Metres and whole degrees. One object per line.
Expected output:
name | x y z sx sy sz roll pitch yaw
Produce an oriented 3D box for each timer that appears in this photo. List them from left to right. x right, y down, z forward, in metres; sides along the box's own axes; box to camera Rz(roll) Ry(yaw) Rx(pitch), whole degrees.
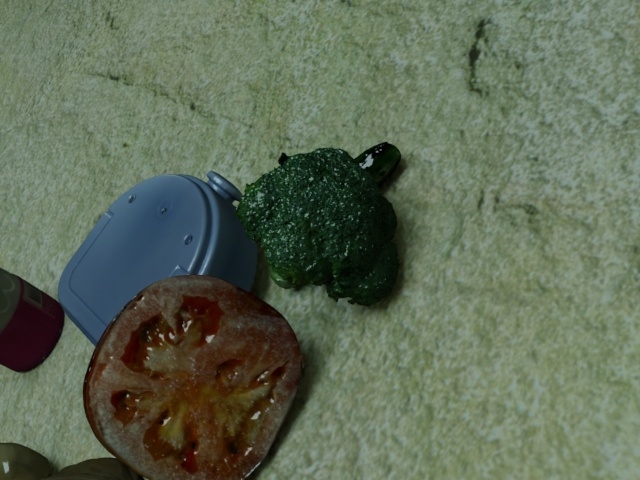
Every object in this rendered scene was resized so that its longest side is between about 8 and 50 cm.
timer | -0.268 0.050 1.697 0.395 0.173 0.395 -24 47 29

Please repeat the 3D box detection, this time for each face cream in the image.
face cream | -0.660 0.156 1.949 0.175 0.195 0.175 -23 47 27

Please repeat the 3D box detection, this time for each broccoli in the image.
broccoli | 0.000 0.000 1.495 0.254 0.269 0.269 -19 29 -32

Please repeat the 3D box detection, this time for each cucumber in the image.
cucumber | 0.045 -0.082 1.603 0.227 0.069 0.069 -43 41 14

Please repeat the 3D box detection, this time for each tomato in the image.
tomato | -0.202 0.208 1.466 0.338 0.338 0.143 -56 13 -7

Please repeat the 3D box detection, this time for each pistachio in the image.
pistachio | -0.586 0.432 1.746 0.226 0.136 0.136 -6 57 48

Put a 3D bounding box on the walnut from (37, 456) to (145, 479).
walnut | -0.371 0.461 1.445 0.273 0.273 0.227 -29 81 23
